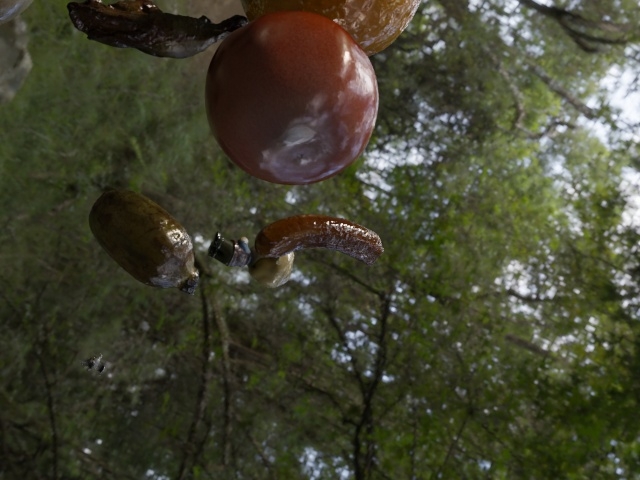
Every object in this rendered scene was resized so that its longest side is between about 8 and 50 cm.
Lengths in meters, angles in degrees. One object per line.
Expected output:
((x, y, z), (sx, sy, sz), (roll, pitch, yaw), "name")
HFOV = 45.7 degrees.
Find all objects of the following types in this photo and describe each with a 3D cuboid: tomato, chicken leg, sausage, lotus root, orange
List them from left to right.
((-0.331, 0.007, 1.461), (0.145, 0.260, 0.128), (-46, 180, 38), "lotus root")
((-0.292, -0.390, 1.377), (0.177, 0.323, 0.083), (-77, 179, -54), "chicken leg")
((-0.041, -0.203, 1.110), (0.256, 0.256, 0.224), (-54, -146, 42), "tomato")
((0.000, -0.005, 1.647), (0.076, 0.302, 0.102), (15, -82, 61), "sausage")
((0.019, -0.456, 1.341), (0.340, 0.341, 0.293), (-167, -107, -80), "orange")

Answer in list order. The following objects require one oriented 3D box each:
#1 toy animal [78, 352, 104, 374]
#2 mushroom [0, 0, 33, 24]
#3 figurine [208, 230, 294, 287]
((-0.557, 0.299, 1.871), (0.050, 0.084, 0.028), (-62, 148, -10), "toy animal")
((-0.688, -0.556, 1.467), (0.290, 0.293, 0.292), (24, -93, 57), "mushroom")
((-0.157, 0.038, 1.729), (0.108, 0.196, 0.114), (-88, -157, -54), "figurine")
